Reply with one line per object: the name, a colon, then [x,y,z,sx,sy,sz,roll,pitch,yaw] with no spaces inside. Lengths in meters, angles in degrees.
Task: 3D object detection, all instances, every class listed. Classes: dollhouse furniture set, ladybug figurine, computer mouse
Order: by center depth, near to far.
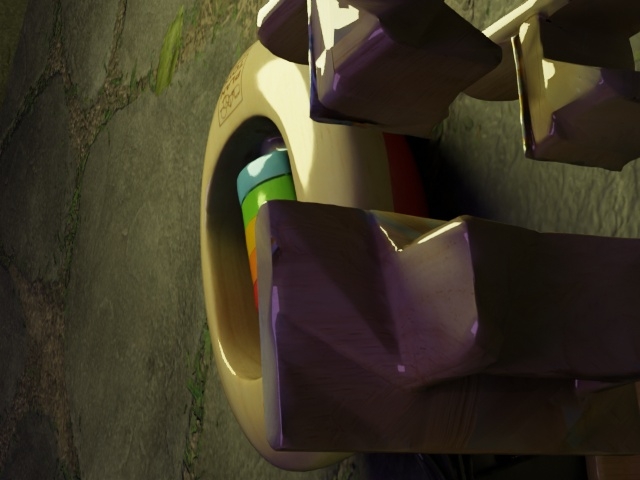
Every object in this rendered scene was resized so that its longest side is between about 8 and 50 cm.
dollhouse furniture set: [0.130,0.069,0.671,0.256,0.394,0.362,-32,57,55]
computer mouse: [0.143,0.148,0.827,0.072,0.272,0.188,-17,88,25]
ladybug figurine: [0.000,0.000,1.152,0.305,0.162,0.449,-41,51,51]
